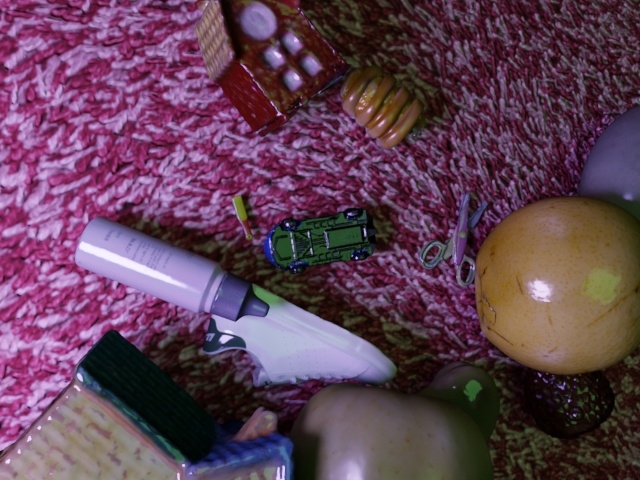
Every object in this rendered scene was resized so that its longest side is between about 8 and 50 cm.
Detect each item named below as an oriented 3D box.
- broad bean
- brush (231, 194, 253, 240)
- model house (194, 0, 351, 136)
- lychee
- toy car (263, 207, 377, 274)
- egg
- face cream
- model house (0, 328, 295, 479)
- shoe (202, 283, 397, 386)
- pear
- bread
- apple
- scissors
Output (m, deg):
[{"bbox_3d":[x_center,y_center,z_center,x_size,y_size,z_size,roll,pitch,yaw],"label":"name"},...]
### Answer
[{"bbox_3d":[0.250,0.366,1.195,0.189,0.121,0.263,39,90,-14],"label":"broad bean"},{"bbox_3d":[-0.140,-0.039,1.079,0.019,0.021,0.083,-19,92,-21],"label":"brush"},{"bbox_3d":[-0.107,-0.319,0.999,0.254,0.196,0.160,46,77,-15],"label":"model house"},{"bbox_3d":[0.512,0.320,1.261,0.188,0.188,0.188,0,91,-21],"label":"lychee"},{"bbox_3d":[0.000,0.000,1.112,0.216,0.063,0.103,-10,94,-15],"label":"toy car"},{"bbox_3d":[0.695,-0.135,1.274,0.258,0.258,0.352,33,73,-18],"label":"egg"},{"bbox_3d":[-0.228,0.057,0.960,0.312,0.092,0.092,22,82,0],"label":"face cream"},{"bbox_3d":[-0.256,0.349,0.903,0.382,0.335,0.342,43,66,-11],"label":"model house"},{"bbox_3d":[-0.037,0.209,1.067,0.363,0.132,0.160,30,79,-14],"label":"shoe"},{"bbox_3d":[0.460,0.084,1.142,0.349,0.348,0.348,0,91,-21],"label":"pear"},{"bbox_3d":[0.120,-0.257,1.147,0.177,0.084,0.119,38,77,-13],"label":"bread"},{"bbox_3d":[0.107,0.405,0.978,0.357,0.357,0.357,0,91,-21],"label":"apple"},{"bbox_3d":[0.290,-0.008,1.246,0.134,0.020,0.187,27,82,-15],"label":"scissors"}]
